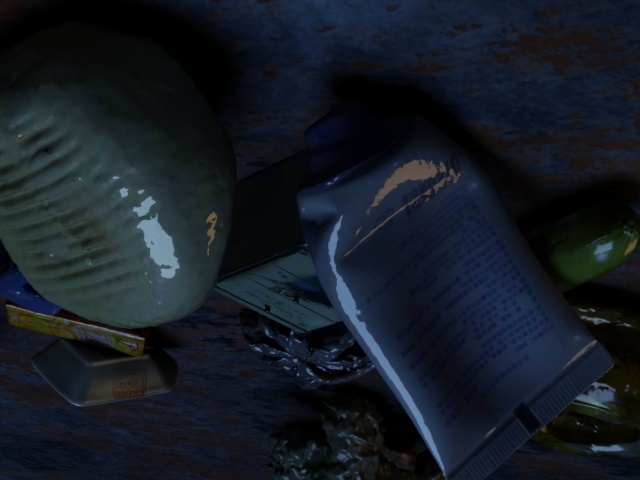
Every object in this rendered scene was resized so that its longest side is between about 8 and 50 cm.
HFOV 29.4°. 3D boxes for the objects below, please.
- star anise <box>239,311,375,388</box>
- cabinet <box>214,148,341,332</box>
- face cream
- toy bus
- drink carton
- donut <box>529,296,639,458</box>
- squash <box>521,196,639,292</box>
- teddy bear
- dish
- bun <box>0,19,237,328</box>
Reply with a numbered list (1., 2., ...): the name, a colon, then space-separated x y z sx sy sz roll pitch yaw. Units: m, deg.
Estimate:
1. star anise: -0.003 0.163 1.823 0.262 0.081 0.230 11 144 12
2. cabinet: 0.000 0.000 1.401 0.145 0.150 0.206 29 150 -28
3. face cream: 0.124 0.039 1.262 0.420 0.234 0.137 55 164 -14
4. toy bus: -0.346 0.015 1.623 0.125 0.133 0.292 27 151 -28
5. drink carton: -0.377 0.114 1.920 0.222 0.071 0.096 14 154 -3
6. donut: 0.360 0.192 1.607 0.329 0.160 0.330 7 147 5
7. squash: 0.248 0.027 1.400 0.094 0.095 0.341 23 151 -20
8. teddy bear: 0.041 0.408 2.221 0.357 0.225 0.367 30 165 -34
9. dish: -0.338 0.195 1.995 0.234 0.064 0.154 -3 -153 -45
10. bun: -0.222 -0.076 1.289 0.361 0.213 0.361 26 140 24
